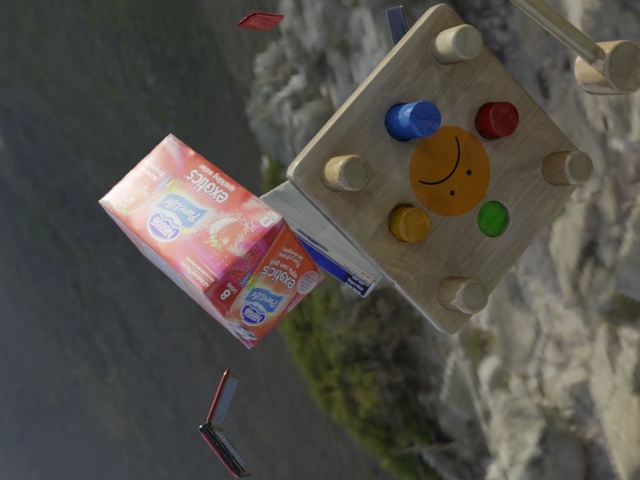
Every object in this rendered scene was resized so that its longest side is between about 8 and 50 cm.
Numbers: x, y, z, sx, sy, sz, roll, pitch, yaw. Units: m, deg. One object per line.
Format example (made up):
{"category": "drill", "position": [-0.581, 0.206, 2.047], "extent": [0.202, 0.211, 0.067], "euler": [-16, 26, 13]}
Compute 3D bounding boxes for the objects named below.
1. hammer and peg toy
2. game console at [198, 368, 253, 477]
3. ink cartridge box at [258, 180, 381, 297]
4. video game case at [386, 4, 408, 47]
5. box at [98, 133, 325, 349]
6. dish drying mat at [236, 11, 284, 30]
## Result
{"category": "hammer and peg toy", "position": [0.158, -0.117, 1.471], "extent": [0.266, 0.361, 0.127], "euler": [44, 166, -17]}
{"category": "game console", "position": [-0.113, 0.253, 1.917], "extent": [0.124, 0.085, 0.144], "euler": [50, 177, 9]}
{"category": "ink cartridge box", "position": [0.000, 0.000, 2.164], "extent": [0.223, 0.045, 0.224], "euler": [35, -162, 6]}
{"category": "video game case", "position": [0.118, -0.205, 1.799], "extent": [0.274, 0.026, 0.196], "euler": [-75, -29, -80]}
{"category": "box", "position": [-0.131, -0.003, 1.651], "extent": [0.257, 0.128, 0.122], "euler": [37, 168, 44]}
{"category": "dish drying mat", "position": [-0.072, -0.265, 1.685], "extent": [0.008, 0.032, 0.083], "euler": [64, -158, 6]}
